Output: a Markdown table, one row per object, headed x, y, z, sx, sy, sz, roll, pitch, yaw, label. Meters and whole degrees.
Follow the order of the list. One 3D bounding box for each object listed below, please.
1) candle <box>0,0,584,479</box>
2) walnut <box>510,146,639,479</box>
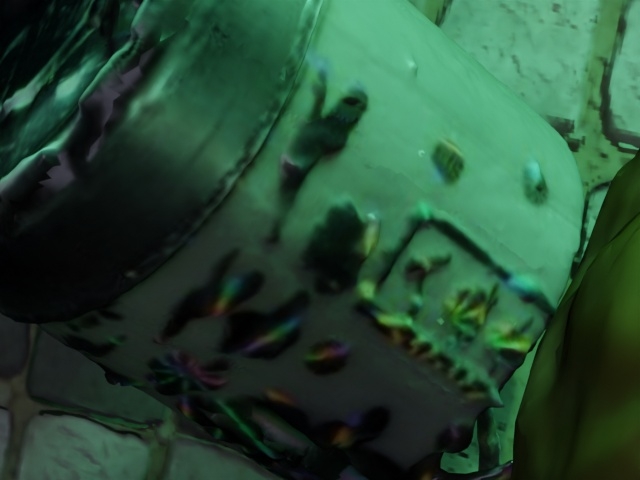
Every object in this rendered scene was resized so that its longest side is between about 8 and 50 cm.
| x | y | z | sx | sy | sz | roll | pitch | yaw | label |
| --- | --- | --- | --- | --- | --- | --- | --- | --- | --- |
| 0.000 | 0.000 | 0.685 | 0.187 | 0.330 | 0.187 | -33 | 36 | 29 | candle |
| 0.225 | 0.063 | 0.539 | 0.383 | 0.383 | 0.384 | -1 | 88 | 21 | walnut |
